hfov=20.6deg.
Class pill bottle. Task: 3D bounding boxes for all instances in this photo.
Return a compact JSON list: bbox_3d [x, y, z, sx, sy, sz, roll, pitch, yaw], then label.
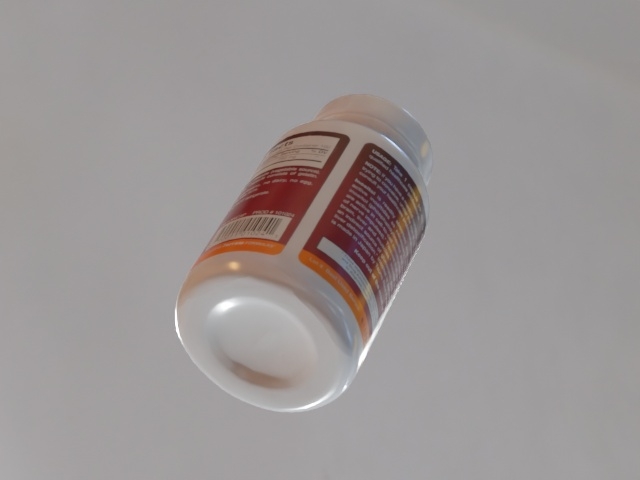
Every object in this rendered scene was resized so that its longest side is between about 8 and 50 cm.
[{"bbox_3d":[0.000,0.000,0.805,0.086,0.086,0.152,51,-140,-18],"label":"pill bottle"}]
